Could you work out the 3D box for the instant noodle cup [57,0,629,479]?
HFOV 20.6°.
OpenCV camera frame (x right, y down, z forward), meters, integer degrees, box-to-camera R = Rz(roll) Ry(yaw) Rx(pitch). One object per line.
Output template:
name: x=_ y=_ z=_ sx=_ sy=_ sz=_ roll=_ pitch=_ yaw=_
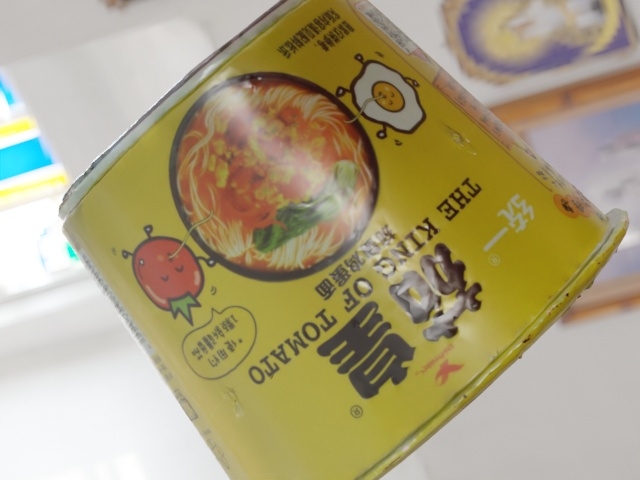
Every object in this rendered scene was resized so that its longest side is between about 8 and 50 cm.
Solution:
instant noodle cup: x=0.000 y=0.000 z=1.151 sx=0.254 sy=0.325 sz=0.325 roll=48 pitch=-161 yaw=0
